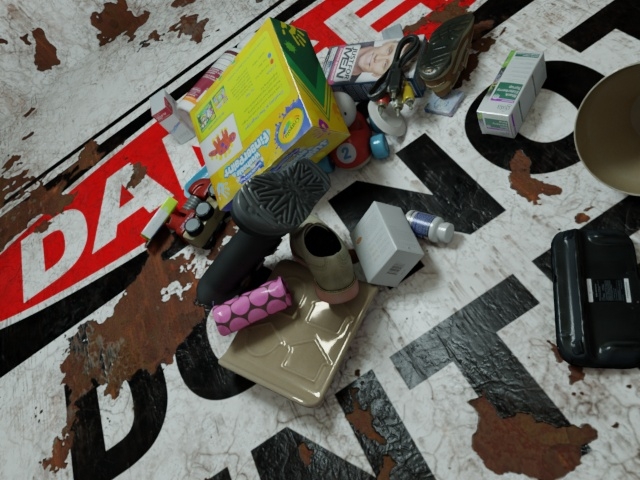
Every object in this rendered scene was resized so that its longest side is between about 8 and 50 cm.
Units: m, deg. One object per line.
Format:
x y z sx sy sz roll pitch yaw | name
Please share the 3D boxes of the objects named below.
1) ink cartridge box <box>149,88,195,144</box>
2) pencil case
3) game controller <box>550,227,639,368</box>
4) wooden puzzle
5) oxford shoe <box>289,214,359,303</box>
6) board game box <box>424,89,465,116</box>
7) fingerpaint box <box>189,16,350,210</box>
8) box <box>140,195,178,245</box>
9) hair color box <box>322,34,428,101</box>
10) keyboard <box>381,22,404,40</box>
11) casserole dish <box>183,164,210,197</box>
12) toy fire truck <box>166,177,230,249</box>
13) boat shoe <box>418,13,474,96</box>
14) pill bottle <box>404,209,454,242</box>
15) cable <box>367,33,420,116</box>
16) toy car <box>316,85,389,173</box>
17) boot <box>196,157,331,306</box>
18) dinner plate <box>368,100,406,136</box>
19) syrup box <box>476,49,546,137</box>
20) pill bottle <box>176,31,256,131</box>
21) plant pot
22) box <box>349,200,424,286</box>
-0.572 -0.477 2.087 0.072 0.175 0.127 -31 48 11 | ink cartridge box
-0.173 0.164 1.380 0.209 0.098 0.095 -23 89 8 | pencil case
0.577 0.111 1.126 0.167 0.067 0.319 3 59 14 | game controller
-0.051 0.227 1.376 0.322 0.080 0.347 14 61 35 | wooden puzzle
0.000 0.000 1.411 0.141 0.146 0.397 -19 32 -12 | oxford shoe
0.373 -0.418 1.624 0.090 0.020 0.090 23 71 39 | board game box
-0.168 -0.348 1.596 0.445 0.163 0.371 -36 67 38 | fingerpaint box
-0.556 -0.063 1.842 0.178 0.042 0.109 -57 13 -15 | box
0.175 -0.555 1.763 0.347 0.105 0.173 5 68 31 | hair color box
0.263 -0.667 1.867 0.072 0.014 0.256 -15 52 13 | keyboard
-0.397 -0.212 1.897 0.188 0.037 0.114 -43 48 -5 | casserole dish
-0.420 -0.098 1.776 0.246 0.158 0.217 19 69 26 | toy fire truck
0.394 -0.566 1.653 0.123 0.120 0.324 6 53 40 | boat shoe
0.276 -0.033 1.377 0.120 0.067 0.067 19 69 37 | pill bottle
0.226 -0.492 1.613 0.140 0.072 0.287 -1 57 26 | cable
0.062 -0.347 1.602 0.219 0.238 0.210 -14 53 21 | toy car
-0.196 0.013 1.345 0.146 0.367 0.445 50 123 4 | boot
0.204 -0.374 1.617 0.017 0.141 0.141 -42 35 48 | dinner plate
0.526 -0.402 1.478 0.093 0.096 0.236 19 68 37 | syrup box
-0.315 -0.551 1.965 0.224 0.224 0.392 28 74 39 | pill bottle
0.734 -0.259 1.180 0.284 0.284 0.191 17 32 36 | plant pot
0.163 0.009 1.360 0.130 0.091 0.170 -54 38 35 | box
